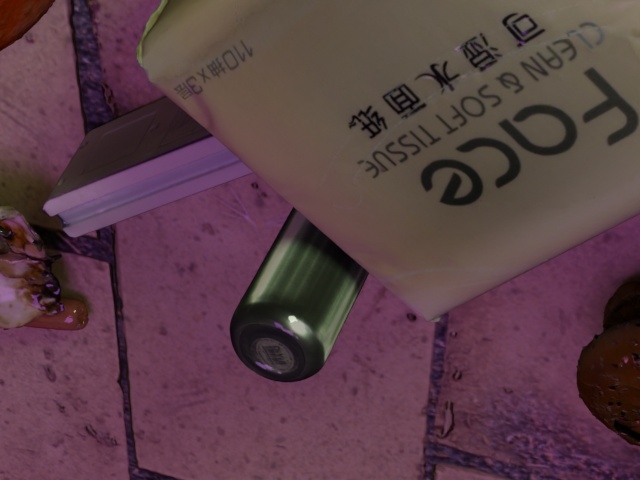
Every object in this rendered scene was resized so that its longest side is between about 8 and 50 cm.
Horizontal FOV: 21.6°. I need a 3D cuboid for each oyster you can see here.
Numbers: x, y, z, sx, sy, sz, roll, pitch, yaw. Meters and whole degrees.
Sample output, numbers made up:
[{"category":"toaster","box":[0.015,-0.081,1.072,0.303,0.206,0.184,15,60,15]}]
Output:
[{"category":"oyster","box":[-0.401,0.008,1.633,0.355,0.107,0.201,-7,142,20]}]

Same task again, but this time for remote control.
[{"category":"remote control","box":[-0.107,-0.082,1.414,0.277,0.103,0.055,-19,122,35]}]

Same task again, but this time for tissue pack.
[{"category":"tissue pack","box":[0.124,-0.164,1.170,0.332,0.205,0.405,41,134,-20]}]

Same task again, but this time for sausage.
[{"category":"sausage","box":[-0.271,0.071,1.674,0.083,0.034,0.034,5,132,18]}]

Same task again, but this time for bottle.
[{"category":"bottle","box":[0.000,0.000,1.336,0.096,0.253,0.079,36,136,-7]}]

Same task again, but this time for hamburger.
[{"category":"hamburger","box":[0.312,0.115,1.407,0.185,0.113,0.177,45,131,-17]}]

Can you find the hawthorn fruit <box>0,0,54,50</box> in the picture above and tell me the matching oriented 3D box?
[{"category":"hawthorn fruit","box":[-0.308,-0.258,1.226,0.275,0.299,0.275,5,109,15]}]
